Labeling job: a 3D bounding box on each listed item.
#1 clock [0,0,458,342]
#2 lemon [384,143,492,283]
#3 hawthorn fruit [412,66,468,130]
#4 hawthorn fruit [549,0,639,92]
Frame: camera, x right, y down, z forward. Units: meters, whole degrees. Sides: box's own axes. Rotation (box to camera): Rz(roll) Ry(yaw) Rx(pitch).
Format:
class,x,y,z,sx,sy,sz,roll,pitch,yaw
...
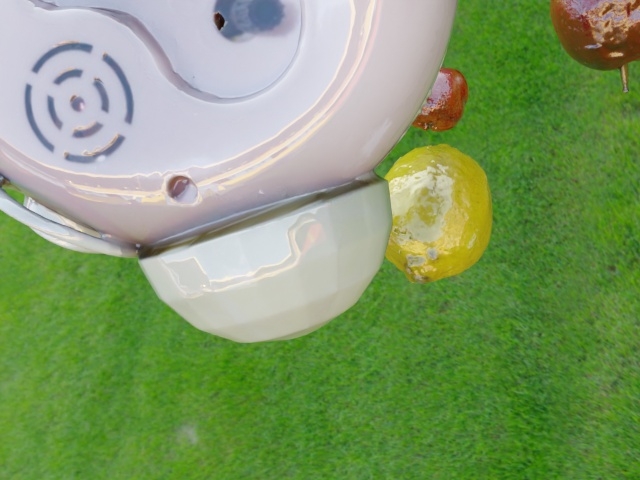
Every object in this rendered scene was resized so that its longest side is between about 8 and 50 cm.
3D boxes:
class,x,y,z,sx,sy,sz,roll,pitch,yaw
clock,-0.078,-0.138,0.389,0.342,0.184,0.326,31,106,10
lemon,0.188,-0.046,1.180,0.204,0.204,0.260,-4,58,32
hawthorn fruit,0.147,-0.187,0.907,0.093,0.093,0.093,-12,66,29
hawthorn fruit,0.546,-0.404,1.300,0.230,0.266,0.210,-26,30,-6
